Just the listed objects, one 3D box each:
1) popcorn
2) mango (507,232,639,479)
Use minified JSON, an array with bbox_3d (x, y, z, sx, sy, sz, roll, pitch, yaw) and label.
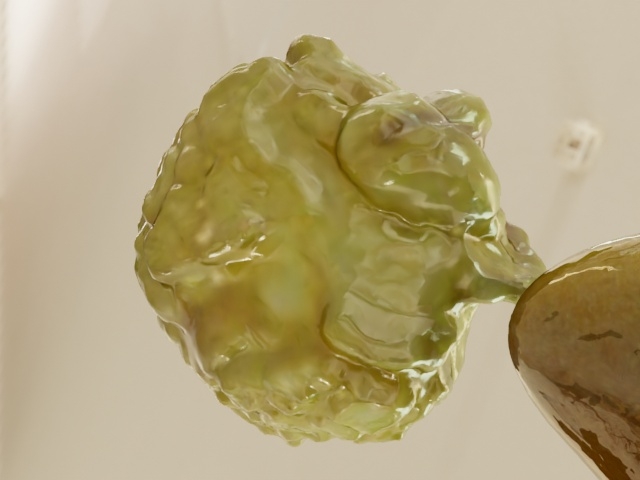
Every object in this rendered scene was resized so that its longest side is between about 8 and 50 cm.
[{"bbox_3d":[0.000,0.000,1.117,0.255,0.195,0.256,-15,-116,18],"label":"popcorn"},{"bbox_3d":[0.273,0.126,0.985,0.221,0.384,0.199,-60,174,20],"label":"mango"}]
